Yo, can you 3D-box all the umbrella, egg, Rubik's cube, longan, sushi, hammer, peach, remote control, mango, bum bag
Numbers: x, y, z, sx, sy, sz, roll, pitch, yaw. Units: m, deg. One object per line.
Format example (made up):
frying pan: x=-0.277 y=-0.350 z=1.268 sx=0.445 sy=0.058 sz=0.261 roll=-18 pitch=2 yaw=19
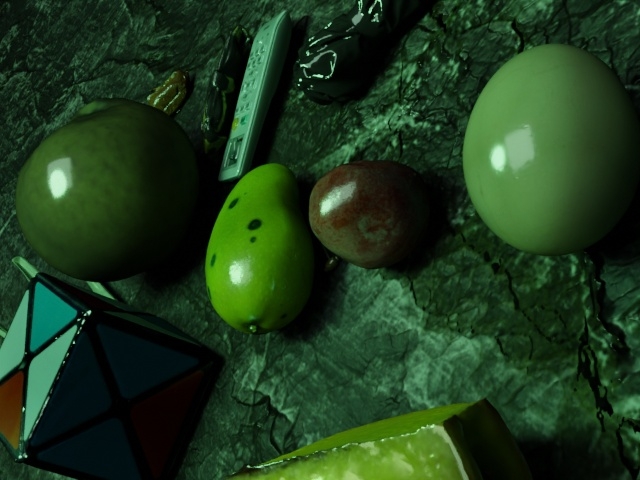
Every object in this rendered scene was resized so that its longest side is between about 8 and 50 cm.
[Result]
umbrella: x=0.089 y=-0.336 z=1.502 sx=0.340 sy=0.118 sz=0.118 roll=-45 pitch=41 yaw=19
egg: x=0.244 y=-0.099 z=1.093 sx=0.186 sy=0.186 sz=0.242 roll=-22 pitch=53 yaw=43
Rubik's cube: x=-0.347 y=0.221 z=1.594 sx=0.250 sy=0.248 sz=0.247 roll=20 pitch=85 yaw=54
longan: x=-0.349 y=-0.084 z=1.730 sx=0.319 sy=0.318 sz=0.319 roll=-28 pitch=50 yaw=39
sushi: x=-0.291 y=-0.277 z=1.973 sx=0.118 sy=0.061 sz=0.060 roll=-33 pitch=34 yaw=8
hammer: x=0.000 y=0.000 z=1.485 sx=0.029 sy=0.014 sz=0.123 roll=-42 pitch=40 yaw=15
peach: x=0.051 y=0.338 z=1.045 sx=0.380 sy=0.242 sz=0.306 roll=-25 pitch=72 yaw=25
remote control: x=-0.105 y=-0.237 z=1.717 sx=0.103 sy=0.051 sz=0.293 roll=-7 pitch=65 yaw=67
mango: x=-0.087 y=0.007 z=1.490 sx=0.175 sy=0.143 sz=0.293 roll=-36 pitch=36 yaw=31
bum bag: x=-0.167 y=-0.254 z=1.783 sx=0.107 sy=0.060 sz=0.233 roll=100 pitch=-176 yaw=-75
peach: x=0.070 y=-0.048 z=1.327 sx=0.152 sy=0.152 sz=0.152 roll=-28 pitch=50 yaw=39

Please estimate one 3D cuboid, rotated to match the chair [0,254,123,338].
chair: x=-0.474 y=0.157 z=1.834 sx=0.274 sy=0.190 sz=0.203 roll=31 pitch=95 yaw=43
